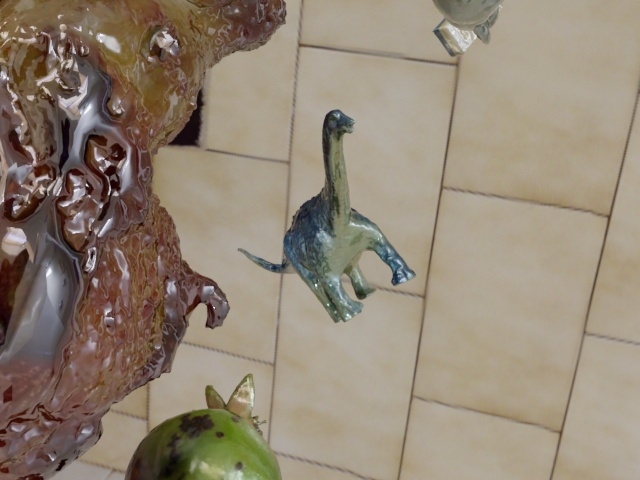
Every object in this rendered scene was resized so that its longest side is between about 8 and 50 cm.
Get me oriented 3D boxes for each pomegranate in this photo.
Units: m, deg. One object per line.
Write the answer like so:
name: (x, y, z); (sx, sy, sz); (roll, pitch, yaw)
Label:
pomegranate: (-0.117, 0.219, 0.764); (0.156, 0.220, 0.156); (-3, 123, -4)

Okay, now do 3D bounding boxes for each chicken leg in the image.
chicken leg: (-0.101, -0.037, 0.385); (0.082, 0.177, 0.323); (-7, 67, 40)

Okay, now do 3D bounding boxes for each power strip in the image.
power strip: (0.233, -0.347, 1.204); (0.056, 0.123, 0.032); (48, 161, -23)

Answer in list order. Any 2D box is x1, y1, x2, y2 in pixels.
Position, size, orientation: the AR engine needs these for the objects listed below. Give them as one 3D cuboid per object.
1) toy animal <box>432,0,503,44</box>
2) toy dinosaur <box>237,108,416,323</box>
toy animal: (0.176, -0.303, 0.944); (0.107, 0.236, 0.138); (19, 79, 5)
toy dinosaur: (0.007, 0.008, 0.763); (0.147, 0.076, 0.363); (56, 158, 8)
